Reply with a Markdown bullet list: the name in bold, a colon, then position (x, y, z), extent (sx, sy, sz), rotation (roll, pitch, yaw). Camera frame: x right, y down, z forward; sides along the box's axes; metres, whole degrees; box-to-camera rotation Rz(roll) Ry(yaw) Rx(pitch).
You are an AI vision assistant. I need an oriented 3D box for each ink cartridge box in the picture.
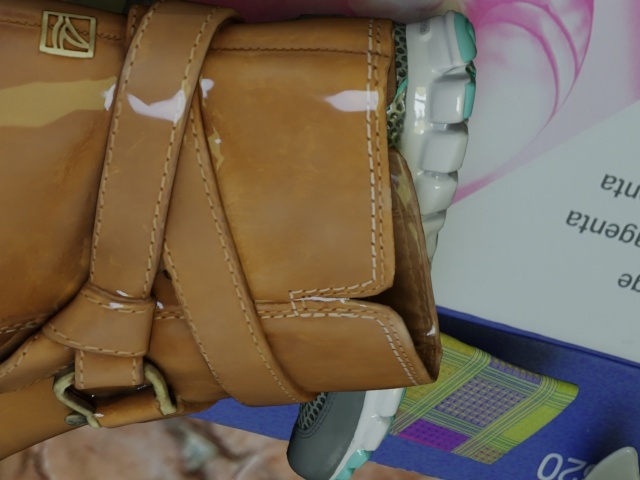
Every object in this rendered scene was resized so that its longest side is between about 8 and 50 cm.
- **ink cartridge box**: position (0.090, -0.042, 0.625), extent (0.324, 0.071, 0.330), rotation (16, 108, -19)

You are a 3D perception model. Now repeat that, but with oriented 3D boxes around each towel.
- **towel**: position (0.047, 0.056, 0.642), extent (0.083, 0.009, 0.060), rotation (22, 135, -26)

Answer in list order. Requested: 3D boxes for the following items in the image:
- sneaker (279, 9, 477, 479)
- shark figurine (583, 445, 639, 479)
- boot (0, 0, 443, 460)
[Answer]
- **sneaker**: position (0.000, 0.000, 0.564), extent (0.076, 0.065, 0.166), rotation (11, 110, 0)
- **shark figurine**: position (0.164, 0.130, 0.652), extent (0.166, 0.116, 0.278), rotation (13, 136, -24)
- **boot**: position (-0.073, 0.028, 0.532), extent (0.220, 0.109, 0.283), rotation (-2, 138, 4)
